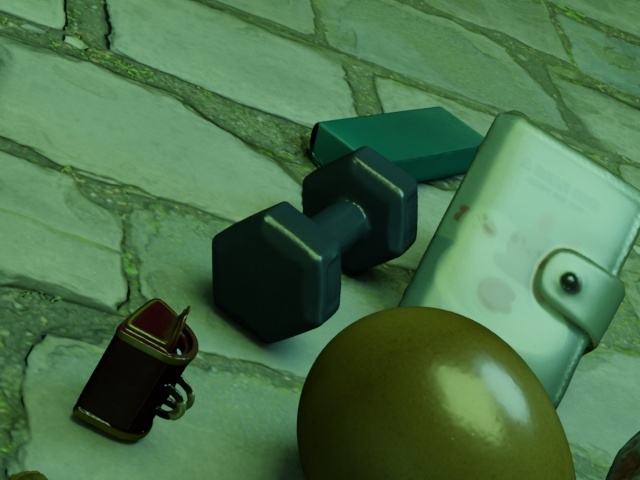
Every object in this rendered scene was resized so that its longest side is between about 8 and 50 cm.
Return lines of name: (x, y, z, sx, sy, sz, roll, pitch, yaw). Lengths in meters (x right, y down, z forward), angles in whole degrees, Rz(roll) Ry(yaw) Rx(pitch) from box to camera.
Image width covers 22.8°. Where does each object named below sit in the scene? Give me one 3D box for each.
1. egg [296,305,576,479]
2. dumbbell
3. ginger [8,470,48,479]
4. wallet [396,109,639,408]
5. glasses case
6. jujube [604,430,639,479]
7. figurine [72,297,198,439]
egg: (0.117, 0.214, 1.559, 0.250, 0.250, 0.322, -8, 53, -48)
dumbbell: (0.000, 0.000, 1.886, 0.160, 0.144, 0.325, 38, 29, 9)
ginger: (-0.273, 0.271, 1.300, 0.089, 0.075, 0.288, 52, 24, -9)
wallet: (0.257, 0.034, 1.970, 0.252, 0.083, 0.360, 32, 66, -5)
glasses case: (0.115, -0.128, 2.267, 0.117, 0.070, 0.301, 40, 32, 28)
jujube: (0.398, 0.320, 1.651, 0.246, 0.215, 0.308, 7, 38, 6)
figurine: (-0.161, 0.127, 1.535, 0.098, 0.154, 0.082, 39, 30, 8)
